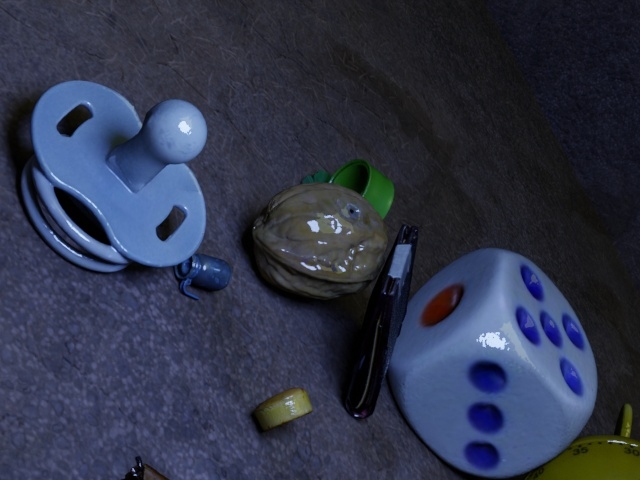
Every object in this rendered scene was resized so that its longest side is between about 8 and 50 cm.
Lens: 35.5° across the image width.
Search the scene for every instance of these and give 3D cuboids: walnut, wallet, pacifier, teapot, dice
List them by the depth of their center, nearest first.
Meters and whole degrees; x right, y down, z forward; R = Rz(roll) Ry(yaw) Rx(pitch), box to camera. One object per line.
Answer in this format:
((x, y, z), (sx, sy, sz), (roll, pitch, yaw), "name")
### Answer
((-0.246, -0.105, 1.344), (0.299, 0.233, 0.244), (47, 34, -15), "pacifier")
((-0.178, 0.052, 1.491), (0.083, 0.063, 0.049), (19, 15, -43), "teapot")
((0.000, 0.000, 1.638), (0.245, 0.198, 0.198), (7, 54, -29), "walnut")
((0.101, 0.130, 1.646), (0.071, 0.262, 0.221), (18, 35, 7), "wallet")
((0.312, 0.220, 1.814), (0.304, 0.277, 0.304), (46, 29, -16), "dice")

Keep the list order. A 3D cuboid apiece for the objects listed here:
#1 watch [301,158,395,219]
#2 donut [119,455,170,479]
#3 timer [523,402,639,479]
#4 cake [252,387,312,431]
((0.054, -0.089, 1.851), (0.131, 0.152, 0.165), (34, 38, -29), "watch")
((-0.194, 0.376, 1.112), (0.141, 0.085, 0.217), (38, 36, -30), "donut")
((0.522, 0.505, 1.789), (0.376, 0.376, 0.387), (59, 17, 3), "timer")
((-0.053, 0.243, 1.446), (0.084, 0.084, 0.044), (-9, 71, -58), "cake")
